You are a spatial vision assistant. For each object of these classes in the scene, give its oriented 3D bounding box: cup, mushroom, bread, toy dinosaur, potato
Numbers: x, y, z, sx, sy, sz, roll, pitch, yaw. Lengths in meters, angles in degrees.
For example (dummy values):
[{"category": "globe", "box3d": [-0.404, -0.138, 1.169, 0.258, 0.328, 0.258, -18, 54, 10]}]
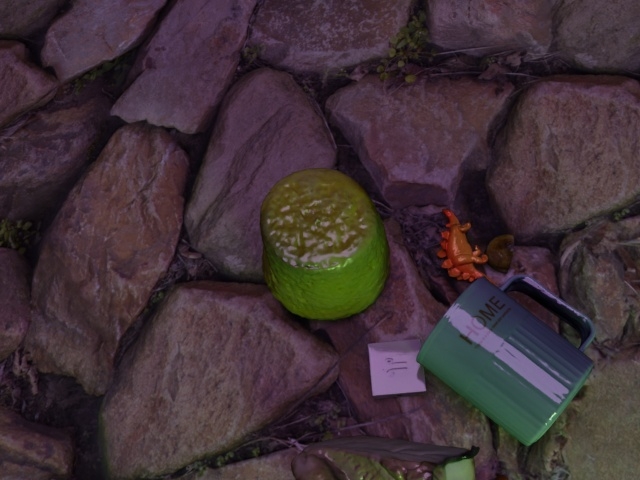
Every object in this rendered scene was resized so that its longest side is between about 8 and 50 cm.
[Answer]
[{"category": "cup", "box3d": [0.439, 0.266, 1.563, 0.311, 0.256, 0.331, 39, 35, 21]}, {"category": "mushroom", "box3d": [0.126, 0.588, 1.479, 0.397, 0.224, 0.313, 0, 87, 33]}, {"category": "bread", "box3d": [0.000, 0.000, 1.700, 0.348, 0.307, 0.348, -4, 60, 8]}, {"category": "toy dinosaur", "box3d": [0.366, 0.042, 1.759, 0.117, 0.070, 0.288, -21, 67, 1]}, {"category": "potato", "box3d": [0.460, 0.023, 1.735, 0.066, 0.103, 0.096, 6, 64, 8]}]

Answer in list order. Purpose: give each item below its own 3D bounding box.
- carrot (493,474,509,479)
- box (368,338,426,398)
[{"category": "carrot", "box3d": [0.366, 0.592, 1.503, 0.055, 0.055, 0.161, 35, 70, 22]}, {"category": "box", "box3d": [0.188, 0.317, 1.662, 0.129, 0.051, 0.130, -6, 63, 5]}]
